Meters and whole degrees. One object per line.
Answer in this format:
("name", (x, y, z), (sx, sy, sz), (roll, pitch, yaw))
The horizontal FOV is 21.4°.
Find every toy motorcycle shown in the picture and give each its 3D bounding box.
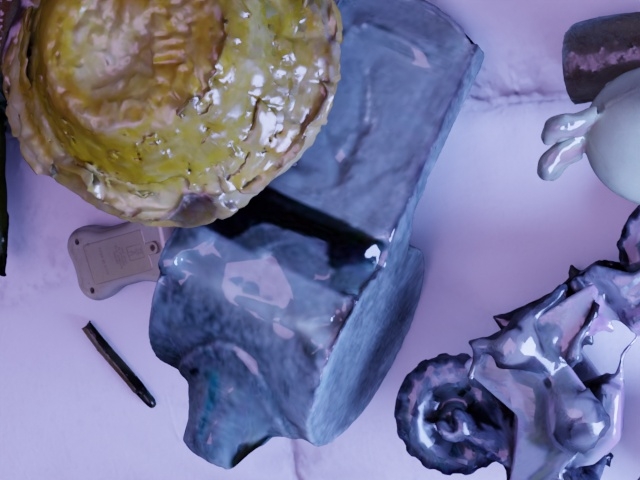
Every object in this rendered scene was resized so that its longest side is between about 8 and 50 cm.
("toy motorcycle", (0.224, 0.109, 1.355), (0.327, 0.143, 0.188), (-37, 87, 13))

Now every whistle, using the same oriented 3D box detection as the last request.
("whistle", (-0.008, -0.009, 1.408), (0.168, 0.188, 0.405), (26, 113, 20))

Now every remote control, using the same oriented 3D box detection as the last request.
("remote control", (-0.181, 0.012, 1.592), (0.122, 0.032, 0.074), (-13, 96, 28))

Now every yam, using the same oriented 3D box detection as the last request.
("yam", (0.270, -0.148, 1.301), (0.169, 0.068, 0.068), (-7, 99, 28))
("yam", (-0.195, 0.121, 1.636), (0.107, 0.014, 0.014), (49, 119, 9))

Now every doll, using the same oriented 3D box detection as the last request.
("doll", (0.299, -0.075, 1.250), (0.275, 0.113, 0.155), (9, 152, 2))

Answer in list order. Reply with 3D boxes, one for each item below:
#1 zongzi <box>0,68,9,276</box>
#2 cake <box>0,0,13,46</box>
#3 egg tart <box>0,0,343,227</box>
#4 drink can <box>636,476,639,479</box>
("zongzi", (-0.483, -0.161, 1.627), (0.383, 0.362, 0.319), (6, 102, -19))
("cake", (-0.200, -0.198, 1.498), (0.147, 0.134, 0.135), (35, 114, 3))
("egg tart", (-0.130, -0.151, 1.338), (0.294, 0.116, 0.295), (-1, 86, 16))
("drink can", (0.368, 0.233, 1.331), (0.235, 0.097, 0.097), (41, 117, 12))
